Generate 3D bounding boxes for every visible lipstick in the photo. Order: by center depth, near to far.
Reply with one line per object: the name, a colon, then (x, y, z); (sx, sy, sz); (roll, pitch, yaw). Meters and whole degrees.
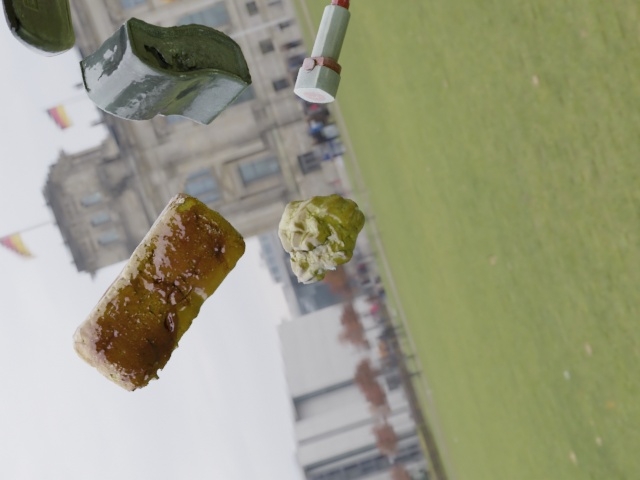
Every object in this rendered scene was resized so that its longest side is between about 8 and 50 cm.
lipstick: (0.012, -0.309, 1.758); (0.057, 0.063, 0.186); (29, -109, -46)

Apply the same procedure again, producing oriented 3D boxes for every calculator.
calculator: (-0.409, -0.353, 1.619); (0.268, 0.040, 0.177); (-26, -73, -81)

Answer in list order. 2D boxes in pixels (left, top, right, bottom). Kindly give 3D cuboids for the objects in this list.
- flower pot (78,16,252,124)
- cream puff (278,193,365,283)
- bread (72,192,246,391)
flower pot: (-0.212, -0.235, 1.581); (0.229, 0.108, 0.103); (-2, -118, -51)
cream puff: (0.000, 0.000, 1.814); (0.146, 0.146, 0.116); (68, -161, -66)
bread: (-0.218, 0.074, 1.564); (0.139, 0.271, 0.077); (40, 173, -20)
